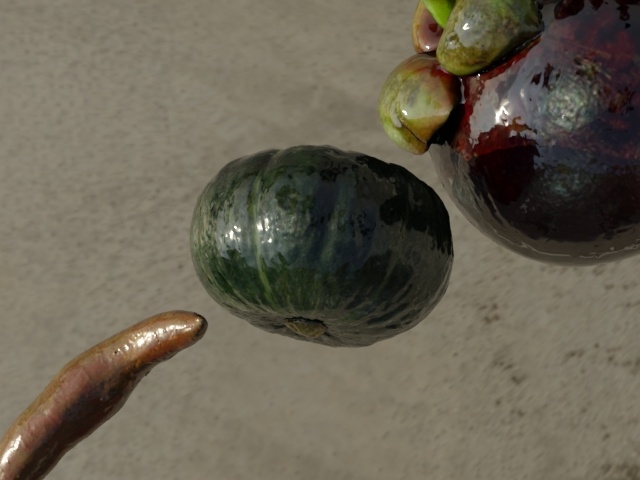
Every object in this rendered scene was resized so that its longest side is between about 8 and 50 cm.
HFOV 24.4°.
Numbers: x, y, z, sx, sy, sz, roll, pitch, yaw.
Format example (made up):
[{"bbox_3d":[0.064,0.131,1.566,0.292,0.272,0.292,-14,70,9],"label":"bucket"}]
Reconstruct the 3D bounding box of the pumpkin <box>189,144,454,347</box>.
[{"bbox_3d":[0.002,0.002,1.159,0.211,0.211,0.152,12,70,20],"label":"pumpkin"}]

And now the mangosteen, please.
[{"bbox_3d":[0.213,-0.128,1.247,0.300,0.300,0.300,3,98,21],"label":"mangosteen"}]

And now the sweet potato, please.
[{"bbox_3d":[-0.182,0.124,1.169,0.255,0.078,0.058,-42,117,15],"label":"sweet potato"}]
